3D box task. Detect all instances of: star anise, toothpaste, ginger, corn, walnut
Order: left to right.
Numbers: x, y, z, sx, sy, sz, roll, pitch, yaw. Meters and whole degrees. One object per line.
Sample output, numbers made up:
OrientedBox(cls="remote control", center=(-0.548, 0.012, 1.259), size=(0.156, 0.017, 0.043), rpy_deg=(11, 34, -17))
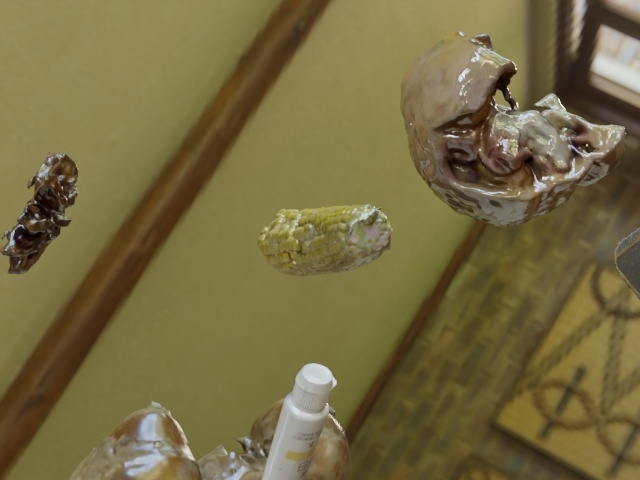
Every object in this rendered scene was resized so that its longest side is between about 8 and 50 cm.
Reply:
OrientedBox(cls="star anise", center=(-0.368, -0.041, 1.894), size=(0.177, 0.073, 0.234), rpy_deg=(-62, 11, 8))
OrientedBox(cls="ginger", center=(-0.134, 0.283, 1.441), size=(0.375, 0.176, 0.256), rpy_deg=(4, -90, -39))
OrientedBox(cls="toothpaste", center=(-0.025, 0.164, 0.980), size=(0.048, 0.031, 0.190), rpy_deg=(-30, -36, -49))
OrientedBox(cls="corn", center=(0.000, 0.000, 1.655), size=(0.086, 0.086, 0.288), rpy_deg=(-56, 17, -15))
OrientedBox(cls="walnut", center=(0.173, -0.086, 1.426), size=(0.204, 0.238, 0.141), rpy_deg=(-21, 44, 61))

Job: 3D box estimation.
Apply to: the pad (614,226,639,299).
OrientedBox(cls="pad", center=(0.565, 0.081, 1.697), size=(0.315, 0.375, 0.063), rpy_deg=(-32, -12, -34))
